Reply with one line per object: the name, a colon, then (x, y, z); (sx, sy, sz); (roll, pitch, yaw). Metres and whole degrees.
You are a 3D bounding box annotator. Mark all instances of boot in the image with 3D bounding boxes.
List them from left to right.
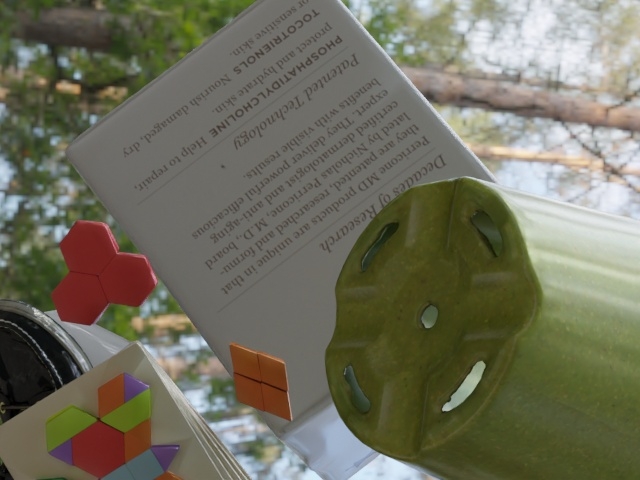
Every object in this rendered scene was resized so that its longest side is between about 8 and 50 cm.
boot: (-0.257, 0.187, 1.163); (0.085, 0.179, 0.236); (-1, -53, 24)

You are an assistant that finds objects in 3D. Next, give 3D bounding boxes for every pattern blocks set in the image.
pattern blocks set: (-0.145, 0.178, 1.032); (0.325, 0.026, 0.285); (43, -92, -4)

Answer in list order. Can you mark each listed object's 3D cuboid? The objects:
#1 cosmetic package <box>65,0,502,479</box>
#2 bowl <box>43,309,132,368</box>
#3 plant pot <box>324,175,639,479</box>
cosmetic package: (0.000, 0.000, 1.481); (0.327, 0.329, 0.394); (-38, -110, -4)
bowl: (-0.232, 0.119, 1.348); (0.142, 0.142, 0.053); (119, -4, -68)
plant pot: (0.152, 0.078, 0.910); (0.276, 0.253, 0.276); (-28, -128, 43)
